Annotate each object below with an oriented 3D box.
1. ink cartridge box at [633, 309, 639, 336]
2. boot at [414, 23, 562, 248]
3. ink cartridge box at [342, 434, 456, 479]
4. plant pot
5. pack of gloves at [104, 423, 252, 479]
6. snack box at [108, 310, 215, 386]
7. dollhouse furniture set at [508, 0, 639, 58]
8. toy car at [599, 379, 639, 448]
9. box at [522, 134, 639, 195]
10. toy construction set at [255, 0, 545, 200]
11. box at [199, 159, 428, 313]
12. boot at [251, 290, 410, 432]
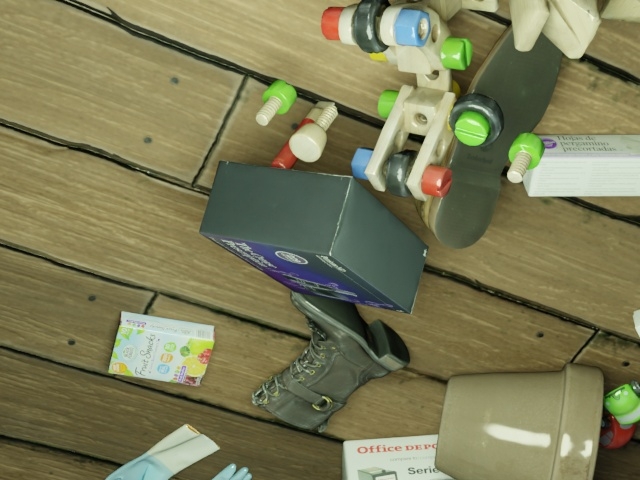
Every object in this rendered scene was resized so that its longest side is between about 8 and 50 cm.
[{"bbox_3d":[0.552,0.135,1.562,0.135,0.056,0.099,-25,105,22],"label":"ink cartridge box"},{"bbox_3d":[0.198,-0.149,1.314,0.112,0.115,0.305,18,105,-25],"label":"boot"},{"bbox_3d":[0.142,0.447,1.663,0.198,0.273,0.115,-3,126,-3],"label":"ink cartridge box"},{"bbox_3d":[0.298,0.303,1.599,0.229,0.263,0.263,9,129,9],"label":"plant pot"},{"bbox_3d":[-0.241,0.425,1.755,0.232,0.046,0.195,-35,122,21],"label":"pack of gloves"},{"bbox_3d":[-0.237,0.163,1.554,0.141,0.037,0.100,11,125,-13],"label":"snack box"},{"bbox_3d":[0.427,-0.396,1.107,0.362,0.256,0.394,6,148,-9],"label":"dollhouse furniture set"},{"bbox_3d":[0.497,0.265,1.629,0.239,0.053,0.225,-36,153,20],"label":"toy car"},{"bbox_3d":[0.432,-0.101,1.390,0.324,0.063,0.067,-1,127,-4],"label":"box"},{"bbox_3d":[0.091,-0.199,1.212,0.309,0.237,0.257,-14,122,42],"label":"toy construction set"},{"bbox_3d":[0.000,0.000,1.295,0.184,0.103,0.261,6,165,28],"label":"box"},{"bbox_3d":[-0.016,0.185,1.558,0.229,0.091,0.263,-37,124,21],"label":"boot"}]
